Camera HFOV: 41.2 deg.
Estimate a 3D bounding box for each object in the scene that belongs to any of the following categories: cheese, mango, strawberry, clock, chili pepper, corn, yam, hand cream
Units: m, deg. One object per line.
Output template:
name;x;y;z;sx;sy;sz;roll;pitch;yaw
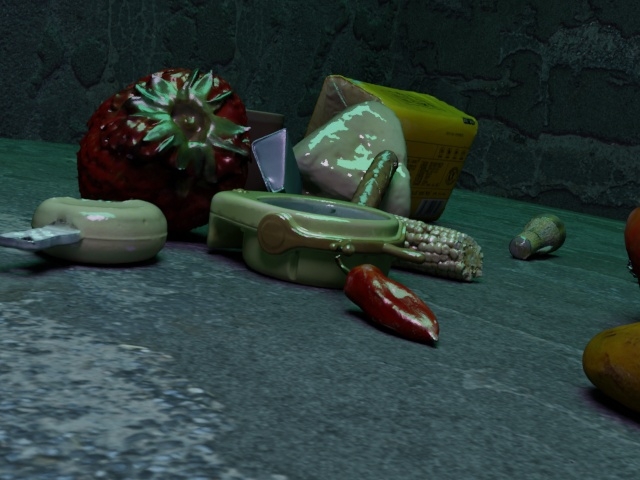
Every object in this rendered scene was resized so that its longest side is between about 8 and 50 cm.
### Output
cheese;-0.271;-0.008;1.019;0.163;0.071;0.249;6;8;-6
cheese;0.087;-0.136;1.629;0.251;0.248;0.174;32;-30;10
mango;0.296;0.108;0.711;0.165;0.089;0.115;10;6;35
strawberry;-0.243;-0.123;1.305;0.250;0.239;0.288;15;-28;-17
clock;0.000;0.000;1.153;0.235;0.096;0.308;5;9;-32
chili pepper;0.070;0.066;0.923;0.059;0.050;0.191;6;20;-35
corn;0.144;0.006;1.301;0.211;0.087;0.087;12;9;24
yam;0.080;-0.068;1.446;0.056;0.057;0.241;11;45;20
hand cream;0.426;-0.003;1.699;0.084;0.084;0.203;12;14;27

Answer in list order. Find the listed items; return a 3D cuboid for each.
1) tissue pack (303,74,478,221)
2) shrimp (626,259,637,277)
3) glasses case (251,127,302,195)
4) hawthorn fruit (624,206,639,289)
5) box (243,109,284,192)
tissue pack;0.149;-0.203;1.989;0.228;0.293;0.382;35;23;34
shrimp;0.630;0.074;1.527;0.161;0.034;0.091;20;1;28
glasses case;-0.070;-0.091;1.410;0.056;0.105;0.266;2;-13;5
hawthorn fruit;0.533;0.004;1.085;0.284;0.284;0.284;8;8;-1
box;-0.224;-0.154;1.604;0.301;0.216;0.301;6;9;-1
